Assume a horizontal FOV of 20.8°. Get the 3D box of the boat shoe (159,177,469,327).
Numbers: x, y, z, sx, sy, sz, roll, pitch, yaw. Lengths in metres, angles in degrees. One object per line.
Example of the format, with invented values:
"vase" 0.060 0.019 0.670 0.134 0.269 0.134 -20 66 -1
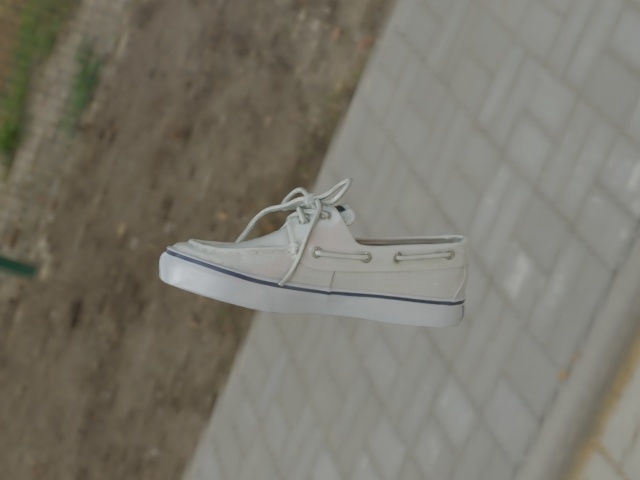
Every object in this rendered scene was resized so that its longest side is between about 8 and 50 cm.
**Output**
"boat shoe" 0.004 0.002 1.979 0.136 0.367 0.156 -142 61 -72
